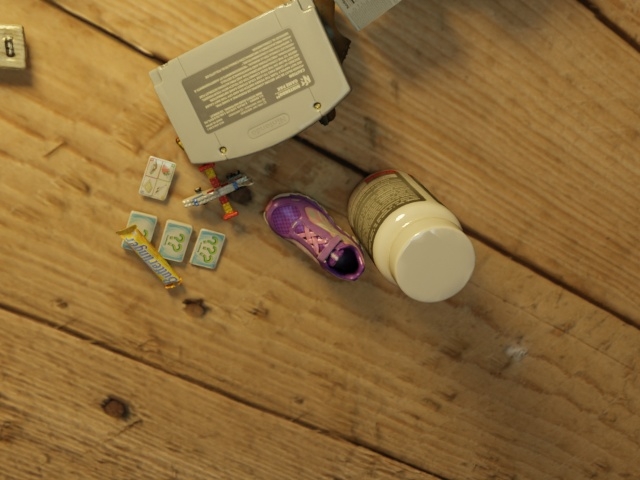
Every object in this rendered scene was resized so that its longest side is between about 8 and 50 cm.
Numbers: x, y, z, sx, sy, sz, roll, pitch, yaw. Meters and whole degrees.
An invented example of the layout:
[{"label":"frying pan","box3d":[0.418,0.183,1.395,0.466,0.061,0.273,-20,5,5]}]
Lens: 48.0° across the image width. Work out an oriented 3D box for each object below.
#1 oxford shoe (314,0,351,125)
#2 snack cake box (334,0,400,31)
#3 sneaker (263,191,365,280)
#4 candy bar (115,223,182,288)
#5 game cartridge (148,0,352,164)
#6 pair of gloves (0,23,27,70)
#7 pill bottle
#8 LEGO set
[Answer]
[{"label":"oxford shoe","box3d":[0.012,-0.309,1.227,0.096,0.083,0.227,-11,115,-10]},{"label":"snack cake box","box3d":[0.043,-0.454,1.063,0.152,0.089,0.264,-32,145,15]},{"label":"sneaker","box3d":[0.000,0.000,1.343,0.236,0.104,0.095,36,102,-22]},{"label":"candy bar","box3d":[-0.311,0.031,1.320,0.040,0.018,0.161,-26,125,11]},{"label":"game cartridge","box3d":[-0.110,-0.249,1.179,0.297,0.062,0.198,-22,105,12]},{"label":"pair of gloves","box3d":[-0.568,-0.371,1.095,0.204,0.042,0.240,-9,116,-12]},{"label":"pill bottle","box3d":[0.155,-0.012,1.272,0.161,0.283,0.161,-4,113,-10]},{"label":"LEGO set","box3d":[-0.236,-0.064,1.289,0.183,0.060,0.244,16,111,-19]}]
